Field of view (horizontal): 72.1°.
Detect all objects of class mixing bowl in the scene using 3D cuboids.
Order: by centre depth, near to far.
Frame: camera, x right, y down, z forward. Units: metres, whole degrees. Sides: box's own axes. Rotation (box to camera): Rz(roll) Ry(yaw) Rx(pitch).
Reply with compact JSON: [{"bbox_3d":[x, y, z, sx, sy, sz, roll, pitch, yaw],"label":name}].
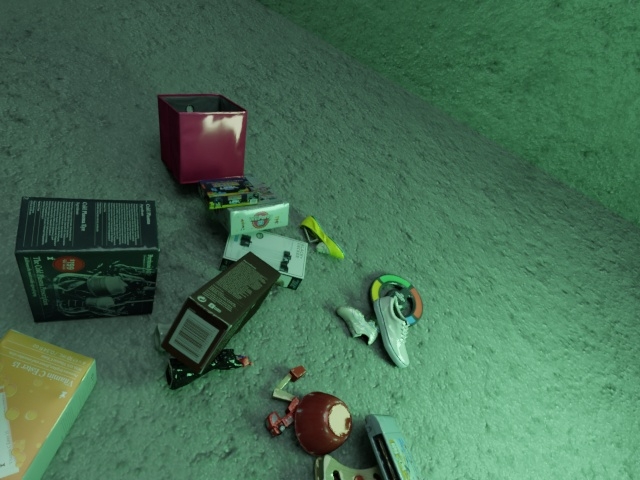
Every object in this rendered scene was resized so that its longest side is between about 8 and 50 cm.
[{"bbox_3d":[0.025,0.523,1.272,0.182,0.098,0.181,22,54,-33],"label":"mixing bowl"}]

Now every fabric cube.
[{"bbox_3d":[-0.444,-0.390,1.649,0.254,0.257,0.259,-13,36,-32],"label":"fabric cube"}]

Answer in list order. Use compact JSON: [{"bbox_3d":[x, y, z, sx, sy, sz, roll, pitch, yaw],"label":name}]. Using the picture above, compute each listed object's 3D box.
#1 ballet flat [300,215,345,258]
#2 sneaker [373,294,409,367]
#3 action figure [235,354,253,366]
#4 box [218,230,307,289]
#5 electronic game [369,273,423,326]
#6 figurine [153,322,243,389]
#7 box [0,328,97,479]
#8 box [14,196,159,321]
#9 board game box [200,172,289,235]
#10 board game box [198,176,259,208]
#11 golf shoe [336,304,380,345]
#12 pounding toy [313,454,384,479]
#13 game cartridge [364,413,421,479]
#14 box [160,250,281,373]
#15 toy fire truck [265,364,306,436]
[{"bbox_3d":[0.000,0.000,1.736,0.077,0.077,0.231,-32,68,-17],"label":"ballet flat"},{"bbox_3d":[0.268,0.318,1.551,0.094,0.091,0.257,0,67,-58],"label":"sneaker"},{"bbox_3d":[-0.263,0.365,1.345,0.115,0.030,0.038,15,54,-6],"label":"action figure"},{"bbox_3d":[-0.200,0.056,1.578,0.290,0.087,0.169,17,49,-12],"label":"box"},{"bbox_3d":[0.294,0.230,1.699,0.230,0.048,0.229,13,50,-15],"label":"electronic game"},{"bbox_3d":[-0.359,0.312,1.291,0.210,0.092,0.214,-5,42,-34],"label":"figurine"},{"bbox_3d":[-0.707,0.417,1.004,0.215,0.168,0.345,22,48,-8],"label":"box"},{"bbox_3d":[-0.621,0.058,1.208,0.313,0.343,0.178,-2,54,-25],"label":"box"},{"bbox_3d":[-0.286,-0.144,1.613,0.224,0.097,0.303,-12,34,-31],"label":"board game box"},{"bbox_3d":[-0.314,-0.165,1.499,0.171,0.048,0.141,-9,35,-28],"label":"board game box"},{"bbox_3d":[0.125,0.300,1.556,0.176,0.069,0.086,33,54,3],"label":"golf shoe"},{"bbox_3d":[0.120,0.670,1.201,0.270,0.154,0.154,31,50,-2],"label":"pounding toy"},{"bbox_3d":[0.224,0.648,1.258,0.198,0.062,0.297,33,29,-56],"label":"game cartridge"},{"bbox_3d":[-0.271,0.192,1.277,0.143,0.191,0.381,35,22,1],"label":"box"},{"bbox_3d":[-0.099,0.479,1.321,0.192,0.047,0.135,-25,67,-36],"label":"toy fire truck"}]
